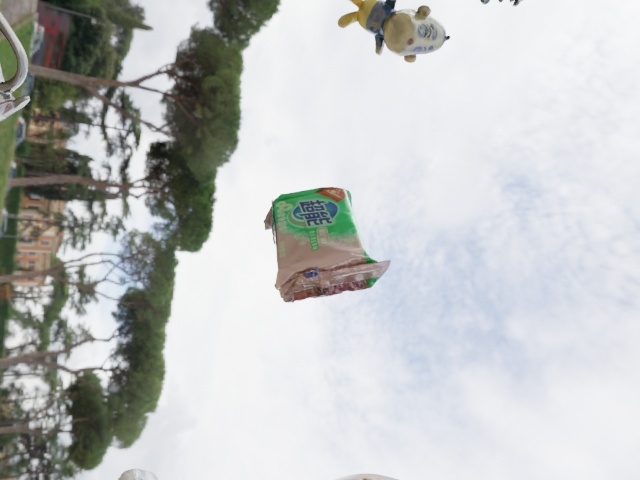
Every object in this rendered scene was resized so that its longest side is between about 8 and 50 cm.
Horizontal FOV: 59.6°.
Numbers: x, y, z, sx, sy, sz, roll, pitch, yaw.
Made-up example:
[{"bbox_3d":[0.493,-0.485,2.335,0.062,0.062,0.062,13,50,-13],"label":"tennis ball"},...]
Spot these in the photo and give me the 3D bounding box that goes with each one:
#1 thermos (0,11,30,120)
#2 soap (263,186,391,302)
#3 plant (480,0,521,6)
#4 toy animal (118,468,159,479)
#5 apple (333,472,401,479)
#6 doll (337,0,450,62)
[{"bbox_3d":[-0.469,-0.251,0.737,0.193,0.137,0.105,57,2,-11],"label":"thermos"},{"bbox_3d":[0.000,0.002,1.056,0.273,0.218,0.098,-100,-177,-57],"label":"soap"},{"bbox_3d":[0.216,-0.398,0.704,0.132,0.129,0.194,5,-78,23],"label":"plant"},{"bbox_3d":[-0.212,0.386,0.699,0.131,0.127,0.182,-40,-127,25],"label":"toy animal"},{"bbox_3d":[0.094,0.641,1.028,0.384,0.374,0.374,29,-64,14],"label":"apple"},{"bbox_3d":[0.114,-0.335,0.870,0.089,0.179,0.102,-70,174,-49],"label":"doll"}]
